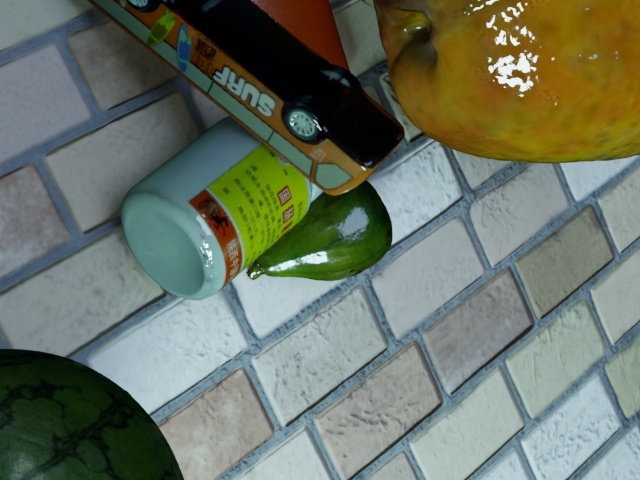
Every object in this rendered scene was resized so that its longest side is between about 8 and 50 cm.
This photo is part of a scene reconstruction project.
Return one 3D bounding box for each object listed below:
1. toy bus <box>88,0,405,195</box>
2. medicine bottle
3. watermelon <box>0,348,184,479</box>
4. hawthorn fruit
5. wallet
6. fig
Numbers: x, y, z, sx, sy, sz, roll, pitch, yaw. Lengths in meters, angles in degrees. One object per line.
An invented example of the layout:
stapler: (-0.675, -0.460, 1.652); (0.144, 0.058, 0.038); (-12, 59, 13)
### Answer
toy bus: (-0.098, -0.202, 1.392); (0.409, 0.092, 0.093); (40, 52, 3)
medicine bottle: (-0.091, -0.051, 1.447); (0.225, 0.139, 0.139); (-42, 109, -36)
watermelon: (-0.272, 0.263, 1.126); (0.363, 0.363, 0.363); (8, 78, -38)
hawthorn fruit: (0.275, -0.304, 1.613); (0.471, 0.472, 0.472); (8, 78, -38)
wallet: (-0.043, -0.252, 1.583); (0.142, 0.045, 0.204); (-19, 94, -38)
fig: (0.000, 0.000, 1.545); (0.177, 0.117, 0.117); (-31, 103, -28)
